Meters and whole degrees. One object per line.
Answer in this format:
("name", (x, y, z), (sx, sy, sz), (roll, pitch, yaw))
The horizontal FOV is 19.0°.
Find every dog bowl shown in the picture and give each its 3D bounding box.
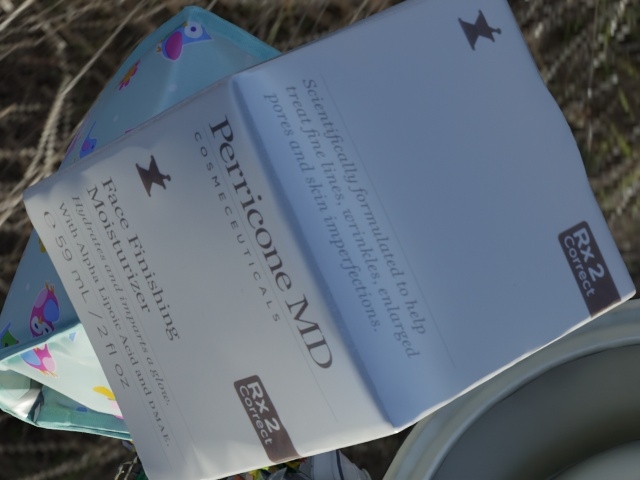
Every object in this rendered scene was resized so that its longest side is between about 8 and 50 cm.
("dog bowl", (0.243, 0.241, 1.391), (0.408, 0.408, 0.150), (-16, 133, 12))

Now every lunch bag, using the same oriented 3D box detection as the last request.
("lunch bag", (-0.106, 0.006, 1.214), (0.160, 0.262, 0.223), (25, 67, -22))

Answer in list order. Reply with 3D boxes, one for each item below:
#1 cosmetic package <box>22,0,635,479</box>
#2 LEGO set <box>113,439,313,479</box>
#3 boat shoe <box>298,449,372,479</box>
("cosmetic package", (0.000, 0.000, 0.815), (0.183, 0.151, 0.151), (-23, 92, 53))
("LEGO set", (-0.148, 0.252, 1.441), (0.255, 0.192, 0.331), (41, 104, 26))
("boat shoe", (0.017, 0.230, 1.600), (0.076, 0.226, 0.083), (20, 99, -6))
